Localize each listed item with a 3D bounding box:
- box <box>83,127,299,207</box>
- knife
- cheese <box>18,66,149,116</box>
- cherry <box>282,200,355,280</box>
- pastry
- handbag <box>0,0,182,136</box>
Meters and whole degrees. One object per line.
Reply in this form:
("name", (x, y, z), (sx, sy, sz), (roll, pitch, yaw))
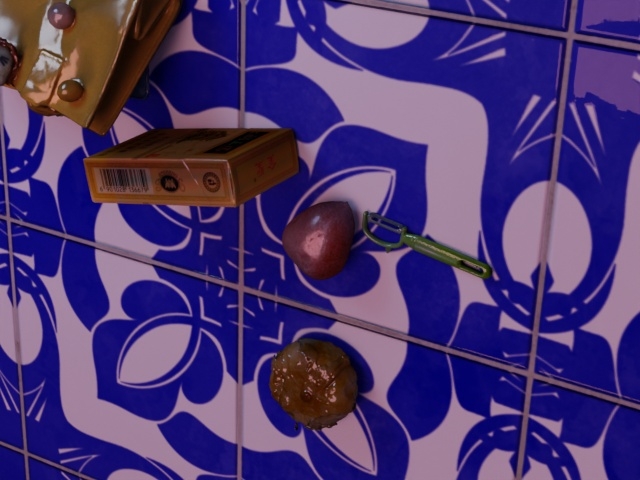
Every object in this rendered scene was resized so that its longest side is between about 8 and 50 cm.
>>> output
("box", (-0.193, -0.113, 1.891), (0.274, 0.174, 0.076), (3, 112, 32))
("knife", (0.151, 0.017, 1.828), (0.212, 0.015, 0.054), (22, 121, 23))
("cheese", (-0.399, -0.290, 2.001), (0.320, 0.083, 0.204), (13, 112, 27))
("cherry", (-0.005, -0.002, 1.874), (0.106, 0.087, 0.126), (25, 124, 17))
("pastry", (-0.009, 0.223, 1.978), (0.153, 0.081, 0.153), (10, 107, 36))
("handbag", (-0.435, -0.353, 1.905), (0.401, 0.133, 0.283), (29, 98, 17))
